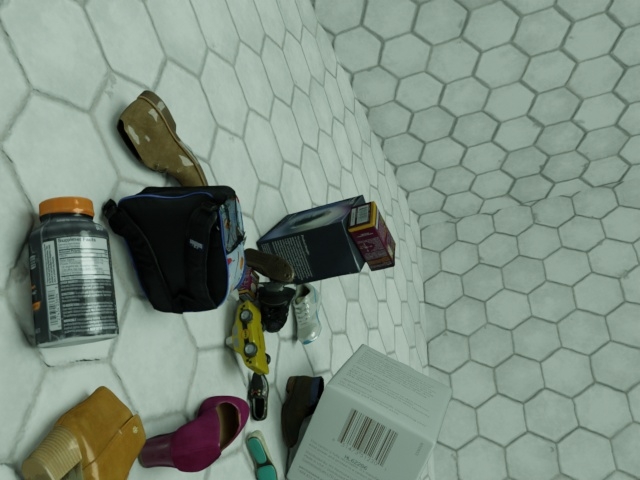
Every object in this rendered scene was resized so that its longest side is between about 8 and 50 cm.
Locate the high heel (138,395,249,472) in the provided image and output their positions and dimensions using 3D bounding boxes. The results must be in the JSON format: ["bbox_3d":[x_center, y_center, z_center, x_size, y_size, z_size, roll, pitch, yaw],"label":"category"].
[{"bbox_3d":[-0.203,0.411,1.247,0.377,0.181,0.127,-8,85,-69],"label":"high heel"}]

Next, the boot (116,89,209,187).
[{"bbox_3d":[-0.367,-0.192,1.353,0.115,0.112,0.305,-52,138,-25],"label":"boot"}]

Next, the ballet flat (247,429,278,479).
[{"bbox_3d":[-0.142,0.568,1.489,0.052,0.057,0.168,-44,119,-77],"label":"ballet flat"}]

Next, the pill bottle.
[{"bbox_3d":[-0.421,0.052,0.980,0.130,0.130,0.245,15,64,-67],"label":"pill bottle"}]

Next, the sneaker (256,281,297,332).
[{"bbox_3d":[-0.119,0.189,1.590,0.283,0.107,0.124,99,-8,-75],"label":"sneaker"}]

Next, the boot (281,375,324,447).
[{"bbox_3d":[-0.049,0.493,1.693,0.082,0.106,0.219,54,30,-45],"label":"boot"}]

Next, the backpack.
[{"bbox_3d":[-0.279,0.016,1.223,0.213,0.277,0.263,-35,123,-66],"label":"backpack"}]

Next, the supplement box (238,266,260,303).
[{"bbox_3d":[-0.203,0.126,1.608,0.055,0.043,0.083,53,31,-45],"label":"supplement box"}]

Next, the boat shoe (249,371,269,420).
[{"bbox_3d":[-0.163,0.411,1.532,0.042,0.049,0.133,32,53,-72],"label":"boat shoe"}]

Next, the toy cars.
[{"bbox_3d":[-0.228,0.162,1.474,0.176,0.087,0.393,-60,130,-78],"label":"toy cars"}]

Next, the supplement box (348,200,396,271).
[{"bbox_3d":[0.157,-0.011,1.727,0.104,0.081,0.188,-81,149,-46],"label":"supplement box"}]

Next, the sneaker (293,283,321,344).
[{"bbox_3d":[-0.051,0.238,1.888,0.092,0.087,0.228,51,25,-36],"label":"sneaker"}]

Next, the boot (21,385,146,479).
[{"bbox_3d":[-0.353,0.413,0.974,0.295,0.104,0.211,68,23,-11],"label":"boot"}]

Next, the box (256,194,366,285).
[{"bbox_3d":[0.000,0.000,1.851,0.296,0.294,0.182,-51,126,-65],"label":"box"}]

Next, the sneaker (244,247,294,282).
[{"bbox_3d":[-0.139,0.076,1.627,0.066,0.188,0.071,-55,148,-14],"label":"sneaker"}]

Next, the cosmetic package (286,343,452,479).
[{"bbox_3d":[0.160,0.566,1.712,0.327,0.329,0.394,-69,164,14],"label":"cosmetic package"}]
